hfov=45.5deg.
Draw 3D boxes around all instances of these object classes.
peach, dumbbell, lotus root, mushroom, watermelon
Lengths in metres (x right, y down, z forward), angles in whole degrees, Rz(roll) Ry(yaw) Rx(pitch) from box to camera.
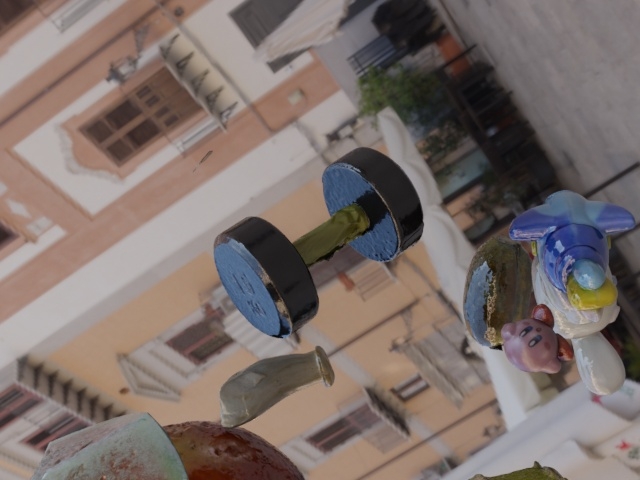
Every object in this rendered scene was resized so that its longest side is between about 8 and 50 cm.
[{"bbox_3d":[-0.225,0.516,1.458,0.416,0.339,0.353,9,-124,-15],"label":"peach"},{"bbox_3d":[0.000,0.000,1.289,0.204,0.322,0.204,40,150,29],"label":"dumbbell"},{"bbox_3d":[0.425,0.124,1.857,0.152,0.275,0.160,3,-171,-25],"label":"lotus root"},{"bbox_3d":[-0.094,0.279,1.504,0.108,0.247,0.096,-138,30,-60],"label":"mushroom"},{"bbox_3d":[-0.278,0.336,0.936,0.213,0.289,0.320,6,-147,-49],"label":"watermelon"}]

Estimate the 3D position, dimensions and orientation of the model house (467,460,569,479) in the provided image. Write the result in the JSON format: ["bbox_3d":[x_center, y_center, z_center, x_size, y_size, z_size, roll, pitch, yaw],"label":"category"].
[{"bbox_3d":[0.339,0.519,1.426,0.193,0.234,0.175,145,123,-84],"label":"model house"}]

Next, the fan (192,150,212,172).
[{"bbox_3d":[-0.333,-0.222,2.149,0.004,0.083,0.056,42,-171,-2],"label":"fan"}]

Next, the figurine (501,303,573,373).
[{"bbox_3d":[0.267,0.133,0.958,0.083,0.071,0.067,54,156,19],"label":"figurine"}]

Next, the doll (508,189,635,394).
[{"bbox_3d":[0.454,0.042,1.340,0.376,0.187,0.365,60,-179,32],"label":"doll"}]
